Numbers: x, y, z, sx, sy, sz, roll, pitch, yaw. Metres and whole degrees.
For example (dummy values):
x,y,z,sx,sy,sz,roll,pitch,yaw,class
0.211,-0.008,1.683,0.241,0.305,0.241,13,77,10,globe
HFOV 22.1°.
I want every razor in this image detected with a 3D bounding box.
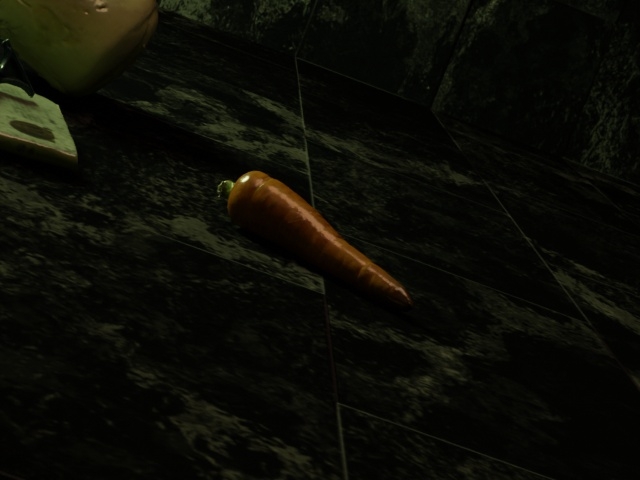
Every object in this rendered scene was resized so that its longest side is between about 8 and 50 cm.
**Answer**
x,y,z,sx,sy,sz,roll,pitch,yaw,class
-0.339,-0.159,1.635,0.066,0.033,0.190,64,12,-7,razor

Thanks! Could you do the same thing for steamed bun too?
x,y,z,sx,sy,sz,roll,pitch,yaw,class
-0.317,-0.299,2.026,0.232,0.166,0.273,46,6,-4,steamed bun

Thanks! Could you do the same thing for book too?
x,y,z,sx,sy,sz,roll,pitch,yaw,class
-0.414,-0.154,1.619,0.352,0.035,0.239,18,13,-21,book

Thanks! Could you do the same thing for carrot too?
x,y,z,sx,sy,sz,roll,pitch,yaw,class
0.000,0.000,1.594,0.257,0.061,0.061,31,14,30,carrot
